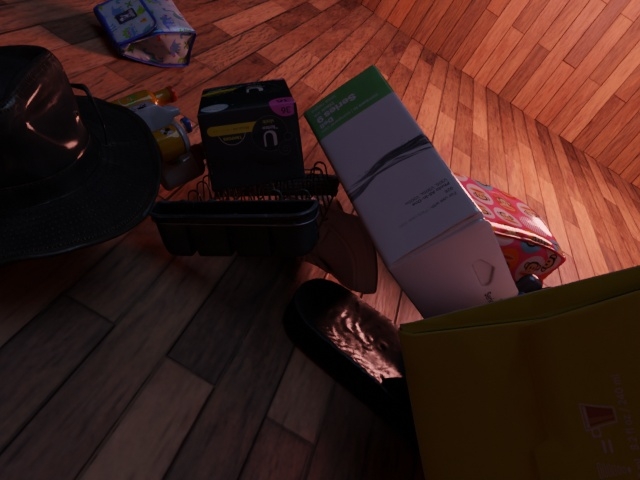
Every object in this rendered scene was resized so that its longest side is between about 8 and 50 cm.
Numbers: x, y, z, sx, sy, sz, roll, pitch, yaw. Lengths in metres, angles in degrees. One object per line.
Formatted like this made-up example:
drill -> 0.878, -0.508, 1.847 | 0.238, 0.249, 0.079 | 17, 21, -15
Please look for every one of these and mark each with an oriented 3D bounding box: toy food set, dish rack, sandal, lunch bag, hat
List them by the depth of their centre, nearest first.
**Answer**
hat -> -0.319, -0.121, 0.641 | 0.331, 0.134, 0.331 | 5, 40, -4
sandal -> 0.156, 0.183, 0.789 | 0.445, 0.107, 0.167 | 35, 29, 3
dish rack -> -0.081, -0.059, 0.852 | 0.208, 0.074, 0.271 | 1, 27, 13
toy food set -> -0.202, -0.144, 0.860 | 0.104, 0.111, 0.232 | -29, 30, -22
lunch bag -> -0.328, -0.394, 1.176 | 0.151, 0.096, 0.129 | -14, 56, -35
lunch bag -> 0.320, -0.040, 1.257 | 0.293, 0.120, 0.258 | 16, 34, -27

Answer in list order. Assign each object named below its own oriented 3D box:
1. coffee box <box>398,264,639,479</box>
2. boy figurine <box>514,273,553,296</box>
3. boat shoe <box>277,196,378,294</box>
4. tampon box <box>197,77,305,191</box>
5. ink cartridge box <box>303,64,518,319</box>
coffee box -> 0.325, 0.201, 0.582 | 0.334, 0.338, 0.338 | 3, 72, -42
boy figurine -> 0.366, 0.168, 1.043 | 0.177, 0.092, 0.285 | 33, 26, -8
boat shoe -> 0.000, 0.000, 0.907 | 0.096, 0.098, 0.277 | -6, 24, -17
tampon box -> -0.093, -0.144, 0.835 | 0.120, 0.101, 0.161 | -9, 24, -5
ink cartridge box -> 0.113, -0.050, 0.810 | 0.211, 0.121, 0.289 | 49, 13, -49
